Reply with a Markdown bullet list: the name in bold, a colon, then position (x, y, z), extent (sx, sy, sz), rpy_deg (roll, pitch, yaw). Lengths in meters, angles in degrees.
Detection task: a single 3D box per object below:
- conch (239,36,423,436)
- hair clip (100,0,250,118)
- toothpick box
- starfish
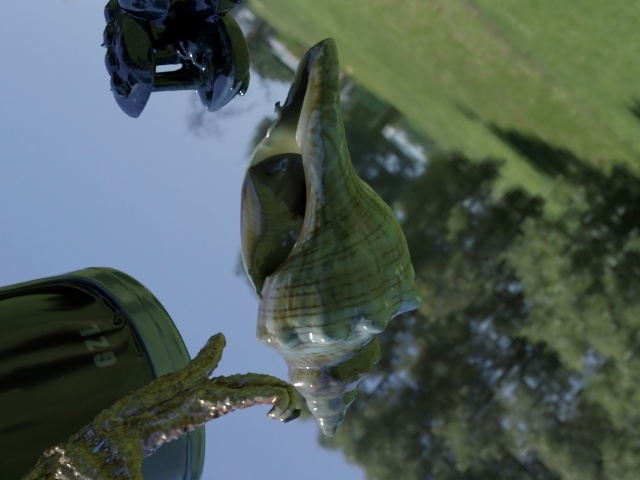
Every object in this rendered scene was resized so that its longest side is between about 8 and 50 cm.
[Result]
- **conch**: position (0.008, 0.002, 1.538), extent (0.203, 0.386, 0.170), rpy_deg (2, 176, 34)
- **hair clip**: position (-0.164, -0.282, 1.572), extent (0.194, 0.206, 0.310), rpy_deg (-10, -128, -22)
- **toothpick box**: position (-0.299, 0.171, 1.217), extent (0.355, 0.263, 0.263), rpy_deg (-11, -134, -38)
- **starfish**: position (-0.130, 0.128, 0.916), extent (0.231, 0.295, 0.048), rpy_deg (-14, 104, 55)
